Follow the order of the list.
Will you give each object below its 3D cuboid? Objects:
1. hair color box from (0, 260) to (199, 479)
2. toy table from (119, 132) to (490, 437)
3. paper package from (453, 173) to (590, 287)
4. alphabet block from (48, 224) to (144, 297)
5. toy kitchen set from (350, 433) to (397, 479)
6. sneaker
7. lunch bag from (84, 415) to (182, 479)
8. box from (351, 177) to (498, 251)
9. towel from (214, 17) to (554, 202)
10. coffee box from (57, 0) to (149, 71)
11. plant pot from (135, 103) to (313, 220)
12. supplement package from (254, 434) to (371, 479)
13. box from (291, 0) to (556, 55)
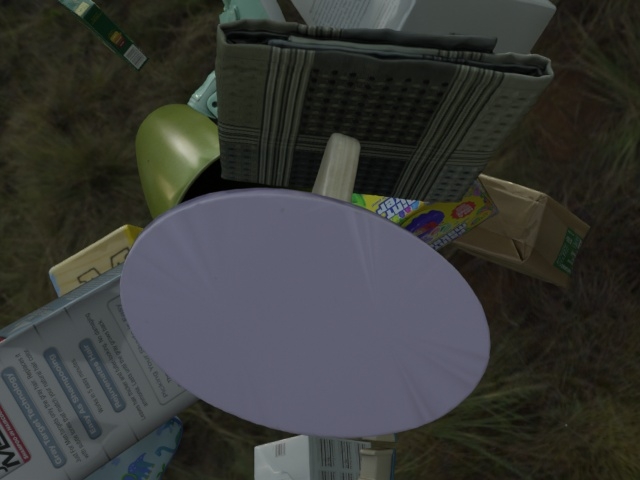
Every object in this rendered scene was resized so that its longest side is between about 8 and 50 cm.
[{"bbox_3d":[-0.259,0.146,0.933,0.374,0.113,0.185,-32,104,-30],"label":"hair color box"},{"bbox_3d":[-0.013,0.039,0.626,0.274,0.161,0.252,28,98,-12],"label":"toy table"},{"bbox_3d":[0.419,-0.034,1.779,0.309,0.324,0.168,23,91,36],"label":"paper package"},{"bbox_3d":[-0.405,0.102,1.599,0.197,0.192,0.193,-29,80,9],"label":"alphabet block"},{"bbox_3d":[0.091,0.480,1.603,0.166,0.122,0.207,-9,70,47],"label":"toy kitchen set"},{"bbox_3d":[-0.117,-0.239,0.963,0.151,0.094,0.256,-30,101,-9],"label":"sneaker"},{"bbox_3d":[-0.306,0.299,1.047,0.090,0.176,0.219,32,96,55],"label":"lunch bag"},{"bbox_3d":[0.142,-0.110,1.515,0.290,0.177,0.279,-34,55,15],"label":"box"},{"bbox_3d":[0.047,-0.128,0.810,0.312,0.324,0.056,5,71,-6],"label":"towel"},{"bbox_3d":[-0.424,-0.414,1.498,0.113,0.184,0.040,39,88,33],"label":"coffee box"},{"bbox_3d":[-0.197,-0.111,1.316,0.275,0.275,0.293,-49,50,2],"label":"plant pot"},{"bbox_3d":[-0.015,0.542,1.772,0.194,0.203,0.149,-25,57,41],"label":"supplement package"},{"bbox_3d":[0.097,-0.340,1.001,0.345,0.215,0.168,62,139,34],"label":"box"}]
